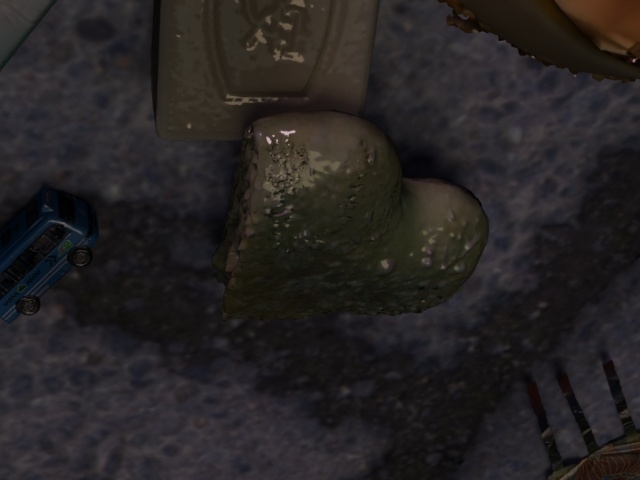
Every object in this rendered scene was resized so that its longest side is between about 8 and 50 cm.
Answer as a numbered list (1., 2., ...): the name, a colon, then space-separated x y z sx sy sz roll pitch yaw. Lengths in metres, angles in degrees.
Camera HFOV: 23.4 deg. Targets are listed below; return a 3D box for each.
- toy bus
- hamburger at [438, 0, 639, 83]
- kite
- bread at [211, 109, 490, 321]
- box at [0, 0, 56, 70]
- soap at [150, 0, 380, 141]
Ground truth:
1. toy bus: -0.174 0.008 0.936 0.083 0.038 0.046 -42 123 17
2. hamburger: 0.170 -0.217 0.751 0.276 0.179 0.294 9 109 -16
3. kite: 0.216 0.164 1.178 0.127 0.016 0.229 -23 132 0
4. bread: 0.000 0.000 0.927 0.172 0.064 0.232 -21 151 25
5. box: -0.156 -0.206 0.730 0.153 0.092 0.245 33 112 -24
6. soap: -0.029 -0.144 0.842 0.121 0.064 0.183 -2 126 -11
